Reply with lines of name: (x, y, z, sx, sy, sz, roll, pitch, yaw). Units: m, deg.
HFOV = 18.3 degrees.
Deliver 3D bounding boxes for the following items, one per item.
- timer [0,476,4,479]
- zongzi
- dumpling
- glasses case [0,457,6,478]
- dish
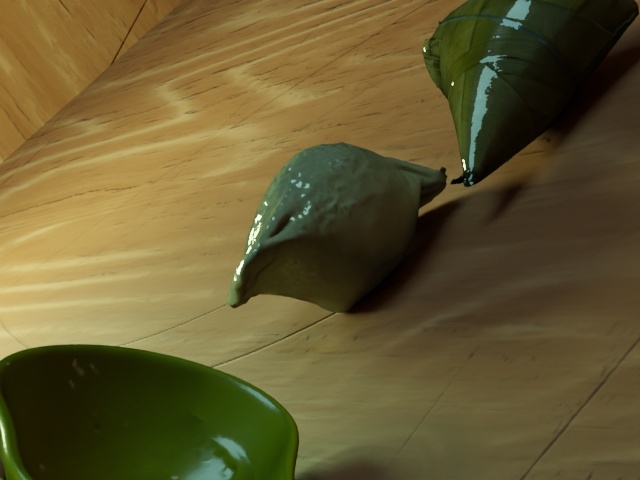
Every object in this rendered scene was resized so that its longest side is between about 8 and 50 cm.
timer: (-0.314, 0.245, 1.453, 0.194, 0.195, 0.192, -52, 19, -19)
zongzi: (0.134, -0.118, 1.705, 0.256, 0.115, 0.228, -58, 18, -24)
dumpling: (-0.003, 0.001, 1.633, 0.166, 0.126, 0.216, -46, 9, 46)
glasses case: (-0.363, 0.206, 1.958, 0.193, 0.070, 0.102, -18, 27, 53)
dish: (-0.128, 0.177, 1.365, 0.262, 0.221, 0.108, -107, 28, -65)
